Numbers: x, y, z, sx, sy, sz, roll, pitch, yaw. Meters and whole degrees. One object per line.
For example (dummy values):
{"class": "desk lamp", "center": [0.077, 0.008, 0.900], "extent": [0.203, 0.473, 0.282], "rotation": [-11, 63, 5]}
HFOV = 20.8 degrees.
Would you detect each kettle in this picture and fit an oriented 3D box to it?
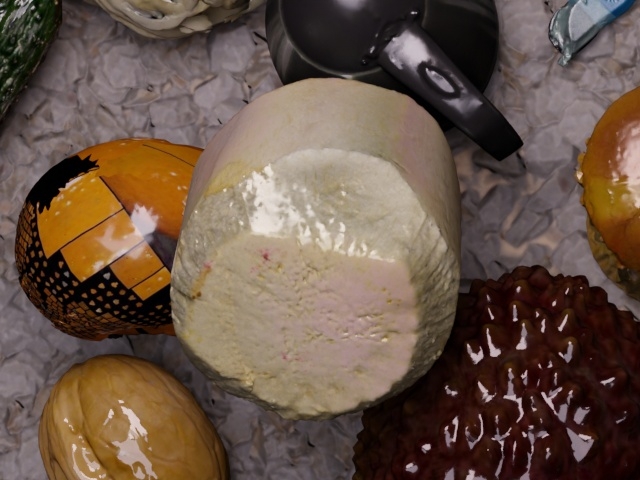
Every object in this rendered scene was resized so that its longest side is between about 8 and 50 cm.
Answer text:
{"class": "kettle", "center": [0.046, -0.170, 1.492], "extent": [0.207, 0.271, 0.251], "rotation": [-14, 85, 10]}

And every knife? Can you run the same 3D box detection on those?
{"class": "knife", "center": [0.315, -0.272, 1.572], "extent": [0.296, 0.026, 0.044], "rotation": [-42, 85, 4]}

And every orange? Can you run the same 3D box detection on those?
{"class": "orange", "center": [-0.156, 0.002, 1.548], "extent": [0.234, 0.234, 0.182], "rotation": [4, 88, 11]}

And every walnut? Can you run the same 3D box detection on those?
{"class": "walnut", "center": [-0.169, 0.198, 1.583], "extent": [0.159, 0.159, 0.206], "rotation": [-36, 84, 8]}

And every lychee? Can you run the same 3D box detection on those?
{"class": "lychee", "center": [0.174, 0.189, 1.450], "extent": [0.306, 0.306, 0.330], "rotation": [8, 61, 11]}

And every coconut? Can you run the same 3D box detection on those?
{"class": "coconut", "center": [0.000, 0.000, 1.379], "extent": [0.239, 0.244, 0.239], "rotation": [2, 121, 4]}

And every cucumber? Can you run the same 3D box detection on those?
{"class": "cucumber", "center": [-0.351, -0.117, 1.633], "extent": [0.096, 0.096, 0.359], "rotation": [39, 103, 9]}

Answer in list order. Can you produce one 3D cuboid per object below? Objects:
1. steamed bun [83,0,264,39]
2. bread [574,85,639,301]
{"class": "steamed bun", "center": [-0.163, -0.333, 1.570], "extent": [0.280, 0.207, 0.268], "rotation": [25, 93, 12]}
{"class": "bread", "center": [0.363, -0.037, 1.489], "extent": [0.288, 0.156, 0.204], "rotation": [5, 87, 12]}
